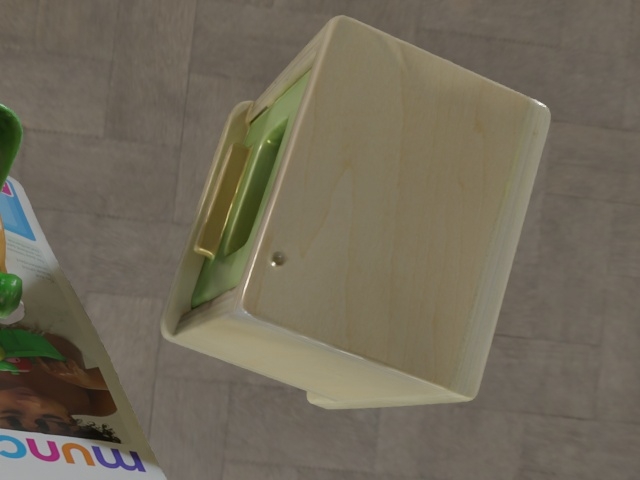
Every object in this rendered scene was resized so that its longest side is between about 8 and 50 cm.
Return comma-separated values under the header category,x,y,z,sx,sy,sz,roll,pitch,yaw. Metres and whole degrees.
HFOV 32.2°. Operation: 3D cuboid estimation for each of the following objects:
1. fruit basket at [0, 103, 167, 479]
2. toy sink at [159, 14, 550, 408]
category,x,y,z,sx,sy,sz,roll,pitch,yaw
fruit basket,-0.240,-0.004,0.479,0.327,0.353,0.165,16,105,-34
toy sink,0.000,0.000,0.615,0.131,0.234,0.153,21,76,-13
